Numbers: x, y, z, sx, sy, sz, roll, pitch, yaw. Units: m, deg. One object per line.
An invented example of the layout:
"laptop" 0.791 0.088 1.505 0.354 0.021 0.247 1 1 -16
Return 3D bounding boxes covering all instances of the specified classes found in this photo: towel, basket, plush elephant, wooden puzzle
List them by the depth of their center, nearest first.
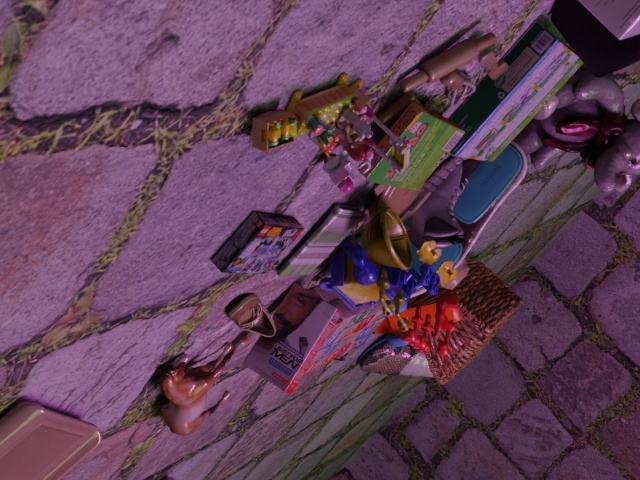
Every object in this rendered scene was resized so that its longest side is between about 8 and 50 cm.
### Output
"wooden puzzle" -0.423 0.305 1.279 0.221 0.044 0.238 -41 159 -7
"towel" 0.000 0.000 1.541 0.152 0.023 0.113 -46 161 17
"plush elephant" 0.553 -0.203 1.897 0.330 0.255 0.272 -34 161 -30
"basket" 0.348 0.198 2.479 0.223 0.213 0.299 -55 165 29

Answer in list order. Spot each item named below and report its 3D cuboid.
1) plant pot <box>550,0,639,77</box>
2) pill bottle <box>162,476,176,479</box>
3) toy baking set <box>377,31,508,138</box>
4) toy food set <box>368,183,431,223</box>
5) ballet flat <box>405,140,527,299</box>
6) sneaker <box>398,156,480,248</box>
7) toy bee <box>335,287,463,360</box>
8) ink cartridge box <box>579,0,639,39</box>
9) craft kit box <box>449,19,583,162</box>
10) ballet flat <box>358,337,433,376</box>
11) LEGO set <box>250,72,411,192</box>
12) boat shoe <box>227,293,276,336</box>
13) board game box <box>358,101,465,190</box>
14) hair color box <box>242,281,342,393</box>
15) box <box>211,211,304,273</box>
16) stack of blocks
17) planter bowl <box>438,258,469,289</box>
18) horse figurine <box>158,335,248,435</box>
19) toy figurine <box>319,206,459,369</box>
"plant pot" 0.476 -0.365 1.488 0.187 0.188 0.167 -31 173 -36
"pill bottle" -0.358 0.583 2.005 0.169 0.094 0.094 -35 162 -27
"toy baking set" 0.180 -0.227 1.384 0.256 0.030 0.197 -32 167 -14
"toy food set" 0.128 -0.090 1.595 0.132 0.038 0.192 -46 156 -12
"ballet flat" 0.250 -0.033 1.869 0.400 0.139 0.139 -47 163 5
"sneaker" 0.235 -0.059 1.733 0.229 0.132 0.086 -37 162 -20
"toy bee" 0.156 0.150 2.084 0.162 0.298 0.195 -76 169 -70
"ink cartridge box" 0.361 -0.352 1.204 0.140 0.190 0.082 -23 156 -48
"craft kit box" 0.330 -0.245 1.638 0.250 0.061 0.247 -49 160 18
"ballet flat" 0.326 0.277 2.683 0.483 0.182 0.164 -30 160 -37
"LEGO set" 0.032 -0.119 1.161 0.132 0.107 0.287 -47 163 11
"boat shoe" -0.107 0.126 1.546 0.056 0.048 0.153 -42 164 -4
"board game box" 0.137 -0.134 1.410 0.124 0.039 0.259 -51 166 14
"hair color box" -0.048 0.168 1.642 0.167 0.093 0.053 -58 164 -7
"box" -0.085 0.005 1.335 0.094 0.027 0.137 -48 162 14
"stack of blocks" 0.026 0.156 1.856 0.297 0.087 0.171 -18 149 -55
"planter bowl" 0.261 0.059 2.126 0.162 0.109 0.162 -38 162 -15
"horse figurine" -0.209 0.256 1.601 0.174 0.066 0.263 -39 162 -40
"toy figurine" 0.081 0.085 1.646 0.362 0.217 0.191 41 53 -55
